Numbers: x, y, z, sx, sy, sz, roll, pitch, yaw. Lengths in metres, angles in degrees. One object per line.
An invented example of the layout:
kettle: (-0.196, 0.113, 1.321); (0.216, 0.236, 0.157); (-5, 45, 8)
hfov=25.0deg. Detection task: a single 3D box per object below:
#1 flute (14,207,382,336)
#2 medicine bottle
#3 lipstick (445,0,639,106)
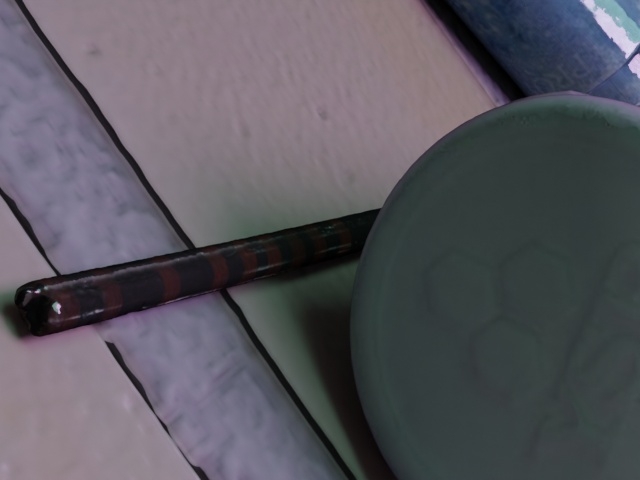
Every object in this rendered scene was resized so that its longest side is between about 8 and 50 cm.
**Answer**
flute: (0.000, 0.000, 0.430); (0.014, 0.014, 0.269); (59, 28, 9)
medicine bottle: (0.102, 0.026, 0.431); (0.168, 0.135, 0.135); (1, 58, -57)
lipstick: (0.135, -0.068, 0.652); (0.274, 0.068, 0.061); (46, 60, -12)
